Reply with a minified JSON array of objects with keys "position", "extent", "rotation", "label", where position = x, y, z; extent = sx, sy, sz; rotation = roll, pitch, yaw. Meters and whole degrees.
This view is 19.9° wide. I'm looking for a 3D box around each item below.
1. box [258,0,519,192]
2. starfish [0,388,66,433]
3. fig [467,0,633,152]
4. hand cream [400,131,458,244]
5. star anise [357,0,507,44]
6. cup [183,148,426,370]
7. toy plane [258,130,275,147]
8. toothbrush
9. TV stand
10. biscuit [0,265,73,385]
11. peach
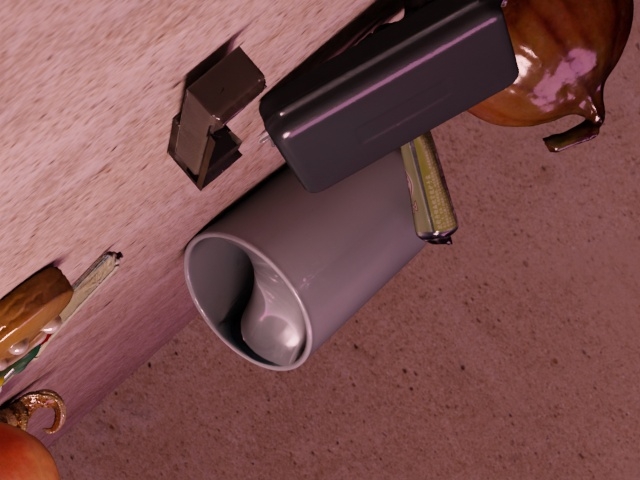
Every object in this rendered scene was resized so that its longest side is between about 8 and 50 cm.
[{"position":[0.064,-0.135,1.625],"extent":[0.230,0.050,0.160],"rotation":[-30,158,2],"label":"box"},{"position":[-0.404,0.261,2.308],"extent":[0.146,0.074,0.190],"rotation":[-43,177,26],"label":"starfish"},{"position":[0.242,-0.230,2.043],"extent":[0.235,0.214,0.235],"rotation":[24,90,-86],"label":"fig"},{"position":[0.122,-0.105,2.271],"extent":[0.055,0.235,0.086],"rotation":[-13,-172,16],"label":"hand cream"},{"position":[0.097,-0.200,1.722],"extent":[0.195,0.065,0.182],"rotation":[-32,179,10],"label":"star anise"},{"position":[0.000,0.000,2.323],"extent":[0.312,0.205,0.205],"rotation":[-40,178,-36],"label":"cup"},{"position":[-0.029,-0.116,1.791],"extent":[0.084,0.024,0.078],"rotation":[-42,160,27],"label":"toy plane"},{"position":[-0.271,0.092,1.777],"extent":[0.294,0.026,0.028],"rotation":[-41,163,35],"label":"toothbrush"},{"position":[-0.076,-0.085,1.317],"extent":[0.049,0.040,0.256],"rotation":[-40,178,-11],"label":"TV stand"},{"position":[-0.299,0.118,1.567],"extent":[0.301,0.049,0.197],"rotation":[-43,179,42],"label":"biscuit"},{"position":[-0.374,0.282,2.004],"extent":[0.184,0.184,0.184],"rotation":[-41,178,-2],"label":"peach"}]
